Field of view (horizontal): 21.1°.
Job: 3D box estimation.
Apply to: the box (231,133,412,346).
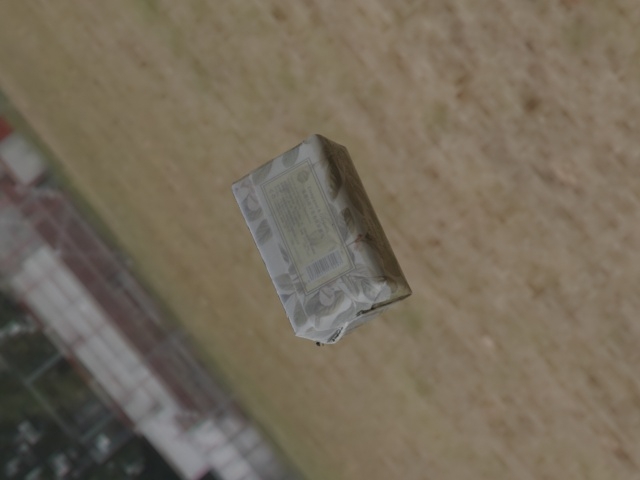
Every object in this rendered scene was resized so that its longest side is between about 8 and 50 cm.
[{"bbox_3d":[0.000,0.000,0.895,0.045,0.062,0.098,24,-139,-61],"label":"box"}]
